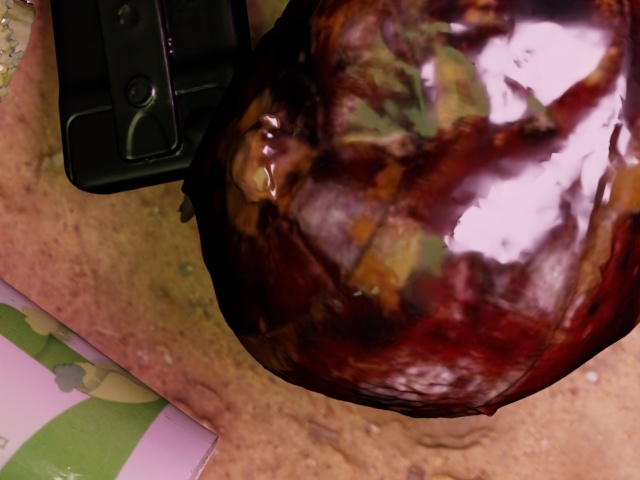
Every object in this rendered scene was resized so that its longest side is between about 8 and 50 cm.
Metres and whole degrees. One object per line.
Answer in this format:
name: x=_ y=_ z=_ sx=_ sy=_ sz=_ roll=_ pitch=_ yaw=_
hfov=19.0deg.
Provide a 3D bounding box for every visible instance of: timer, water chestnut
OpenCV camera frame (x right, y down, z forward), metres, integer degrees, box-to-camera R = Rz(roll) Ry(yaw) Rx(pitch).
timer: x=-0.121 y=-0.133 z=1.329 sx=0.144 sy=0.055 sz=0.187 roll=-11 pitch=81 yaw=23
water chestnut: x=0.107 y=-0.043 z=1.178 sx=0.347 sy=0.335 sz=0.335 roll=22 pitch=115 yaw=-24

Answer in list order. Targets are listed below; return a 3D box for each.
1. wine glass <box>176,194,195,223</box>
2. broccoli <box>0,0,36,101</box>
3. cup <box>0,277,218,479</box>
wine glass: x=0.000 y=0.000 z=1.342 sx=0.198 sy=0.066 sz=0.066 roll=25 pitch=111 yaw=12
broccoli: x=-0.287 y=-0.165 z=1.343 sx=0.176 sy=0.226 sz=0.198 roll=43 pitch=128 yaw=-15
cup: x=-0.235 y=0.158 z=1.380 sx=0.274 sy=0.253 sz=0.253 roll=31 pitch=112 yaw=4
